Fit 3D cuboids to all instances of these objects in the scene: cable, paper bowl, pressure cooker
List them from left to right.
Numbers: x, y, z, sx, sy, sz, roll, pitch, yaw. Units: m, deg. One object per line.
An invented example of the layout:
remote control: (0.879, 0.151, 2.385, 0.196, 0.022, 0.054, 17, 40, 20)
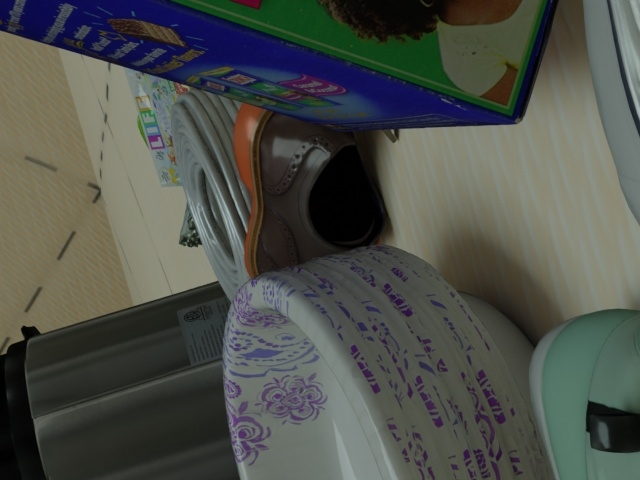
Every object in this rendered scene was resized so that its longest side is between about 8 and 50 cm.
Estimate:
pressure cooker: (-0.207, 0.254, 1.334, 0.370, 0.420, 0.375, 170, 84, -83)
cable: (-0.068, -0.029, 1.152, 0.257, 0.089, 0.257, -129, 23, -52)
paper bowl: (0.056, 0.142, 0.753, 0.284, 0.148, 0.284, 46, 143, 51)

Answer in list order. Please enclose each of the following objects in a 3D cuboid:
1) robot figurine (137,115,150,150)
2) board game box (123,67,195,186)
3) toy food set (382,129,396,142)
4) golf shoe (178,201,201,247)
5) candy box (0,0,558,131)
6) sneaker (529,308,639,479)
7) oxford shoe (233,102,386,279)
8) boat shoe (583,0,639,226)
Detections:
robot figurine: (-0.192, -0.139, 1.510, 0.115, 0.067, 0.101, -125, 26, -46)
board game box: (-0.167, -0.140, 1.402, 0.103, 0.026, 0.154, -1, 112, 42)
toy food set: (-0.025, -0.150, 0.831, 0.132, 0.038, 0.192, 42, -165, -55)
golf shoe: (-0.142, -0.039, 1.514, 0.176, 0.069, 0.086, 135, 134, -71)
candy box: (-0.082, -0.149, 0.568, 0.268, 0.317, 0.122, -166, 90, -73)
sneaker: (0.164, 0.151, 0.503, 0.151, 0.094, 0.256, 128, 123, -81)
oxford shoe: (0.000, 0.000, 0.939, 0.098, 0.097, 0.271, 40, 157, 35)
boat shoe: (0.130, -0.085, 0.338, 0.088, 0.096, 0.267, 141, 117, -80)
